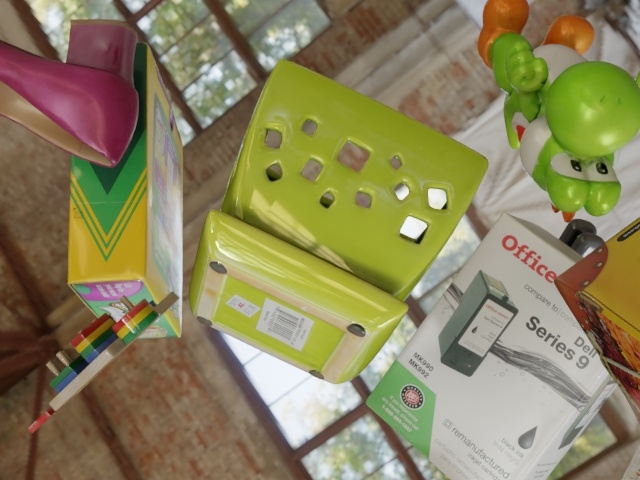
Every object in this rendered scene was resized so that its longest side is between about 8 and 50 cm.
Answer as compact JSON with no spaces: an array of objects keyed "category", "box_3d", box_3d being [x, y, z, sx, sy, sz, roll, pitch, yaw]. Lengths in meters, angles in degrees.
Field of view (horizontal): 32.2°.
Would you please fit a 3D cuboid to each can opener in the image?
[{"category":"can opener","box_3d":[0.307,0.089,1.631,0.095,0.283,0.076,16,-151,-19]}]

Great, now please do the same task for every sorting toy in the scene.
[{"category":"sorting toy","box_3d":[-0.243,0.114,1.228,0.046,0.274,0.132,47,-142,-2]}]

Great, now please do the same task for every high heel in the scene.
[{"category":"high heel","box_3d":[-0.398,-0.161,1.305,0.127,0.377,0.181,58,-151,-60]}]

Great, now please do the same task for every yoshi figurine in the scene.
[{"category":"yoshi figurine","box_3d":[0.305,-0.188,1.341,0.203,0.203,0.362,56,-162,-38]}]

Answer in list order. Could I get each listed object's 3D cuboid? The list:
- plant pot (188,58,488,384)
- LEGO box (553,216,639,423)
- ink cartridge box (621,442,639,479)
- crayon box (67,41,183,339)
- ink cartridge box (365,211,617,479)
[{"category":"plant pot","box_3d":[0.000,0.000,1.068,0.227,0.207,0.228,26,153,0]},{"category":"LEGO box","box_3d":[0.498,0.011,0.900,0.193,0.500,0.372,54,180,-18]},{"category":"ink cartridge box","box_3d":[0.552,0.348,1.703,0.045,0.179,0.145,45,155,-29]},{"category":"crayon box","box_3d":[-0.259,-0.050,1.514,0.363,0.106,0.313,90,180,-74]},{"category":"ink cartridge box","box_3d":[0.226,0.141,1.302,0.211,0.289,0.121,39,-170,26]}]
